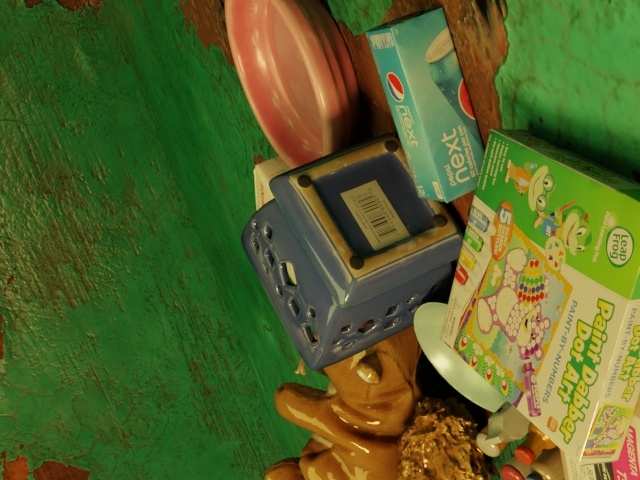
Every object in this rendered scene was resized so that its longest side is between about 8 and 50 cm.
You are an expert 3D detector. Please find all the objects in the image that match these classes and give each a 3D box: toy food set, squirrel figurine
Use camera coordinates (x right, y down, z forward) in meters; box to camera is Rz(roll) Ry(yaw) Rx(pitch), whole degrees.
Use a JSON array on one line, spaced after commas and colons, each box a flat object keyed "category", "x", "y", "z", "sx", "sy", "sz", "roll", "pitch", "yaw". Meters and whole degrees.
[{"category": "toy food set", "x": 0.257, "y": 0.273, "z": 1.134, "sx": 0.111, "sy": 0.104, "sz": 0.232, "roll": 51, "pitch": 154, "yaw": 3}, {"category": "squirrel figurine", "x": 0.122, "y": 0.274, "z": 1.411, "sx": 0.397, "sy": 0.281, "sz": 0.370, "roll": 31, "pitch": 133, "yaw": 27}]

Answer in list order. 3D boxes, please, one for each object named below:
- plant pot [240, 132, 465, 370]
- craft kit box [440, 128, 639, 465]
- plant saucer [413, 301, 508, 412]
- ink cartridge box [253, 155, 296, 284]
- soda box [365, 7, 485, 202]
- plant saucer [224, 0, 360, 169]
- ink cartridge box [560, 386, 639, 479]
[{"category": "plant pot", "x": 0.050, "y": 0.003, "z": 1.224, "sx": 0.236, "sy": 0.236, "sz": 0.212, "roll": 59, "pitch": 156, "yaw": 19}, {"category": "craft kit box", "x": 0.224, "y": 0.044, "z": 0.874, "sx": 0.246, "sy": 0.061, "sz": 0.250, "roll": 39, "pitch": 125, "yaw": 55}, {"category": "plant saucer", "x": 0.211, "y": 0.150, "z": 1.210, "sx": 0.195, "sy": 0.037, "sz": 0.195, "roll": 37, "pitch": 152, "yaw": 23}, {"category": "ink cartridge box", "x": 0.000, "y": 0.000, "z": 1.543, "sx": 0.273, "sy": 0.114, "sz": 0.198, "roll": 55, "pitch": 160, "yaw": 29}, {"category": "soda box", "x": 0.127, "y": -0.154, "z": 1.036, "sx": 0.067, "sy": 0.071, "sz": 0.210, "roll": 20, "pitch": 132, "yaw": 65}, {"category": "plant saucer", "x": -0.038, "y": -0.255, "z": 1.363, "sx": 0.332, "sy": 0.084, "sz": 0.332, "roll": 54, "pitch": 158, "yaw": 32}, {"category": "ink cartridge box", "x": 0.329, "y": 0.206, "z": 0.908, "sx": 0.193, "sy": 0.088, "sz": 0.235, "roll": 35, "pitch": 144, "yaw": 60}]
